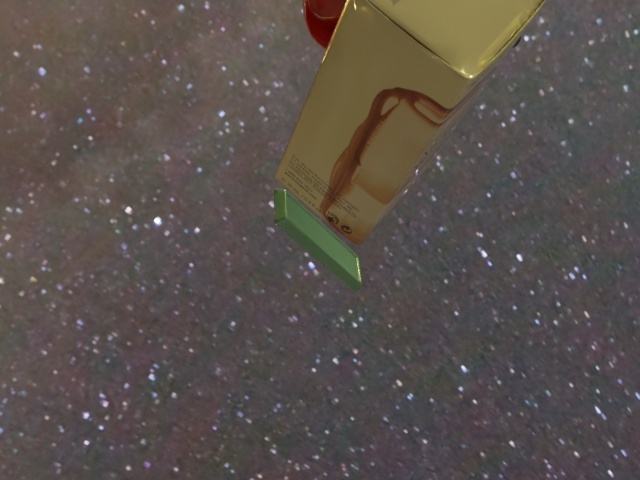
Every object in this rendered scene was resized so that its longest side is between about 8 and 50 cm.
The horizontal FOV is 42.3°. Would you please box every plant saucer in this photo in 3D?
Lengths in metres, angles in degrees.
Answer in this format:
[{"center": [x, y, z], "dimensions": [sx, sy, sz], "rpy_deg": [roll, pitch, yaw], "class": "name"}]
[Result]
[{"center": [0.000, 0.000, 1.151], "dimensions": [0.018, 0.192, 0.067], "rpy_deg": [-29, -137, 24], "class": "plant saucer"}]

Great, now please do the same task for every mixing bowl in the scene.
[{"center": [0.036, -0.462, 1.590], "dimensions": [0.181, 0.181, 0.098], "rpy_deg": [-42, -142, 2], "class": "mixing bowl"}]

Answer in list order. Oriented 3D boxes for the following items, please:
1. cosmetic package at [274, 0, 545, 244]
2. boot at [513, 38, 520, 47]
[{"center": [0.074, -0.142, 0.814], "dimensions": [0.129, 0.296, 0.153], "rpy_deg": [40, -120, 6], "class": "cosmetic package"}, {"center": [0.204, -0.294, 1.057], "dimensions": [0.037, 0.106, 0.114], "rpy_deg": [-32, -163, -7], "class": "boot"}]
